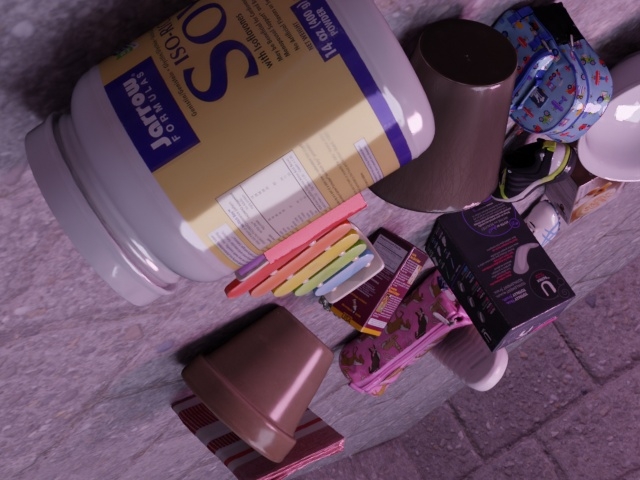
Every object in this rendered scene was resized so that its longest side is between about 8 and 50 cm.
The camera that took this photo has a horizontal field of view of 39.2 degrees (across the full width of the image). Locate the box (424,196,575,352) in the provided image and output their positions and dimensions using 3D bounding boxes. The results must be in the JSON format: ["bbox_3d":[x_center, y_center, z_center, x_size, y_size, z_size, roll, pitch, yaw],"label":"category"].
[{"bbox_3d":[0.359,0.062,1.827,0.165,0.270,0.143,-24,158,-17],"label":"box"}]

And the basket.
[{"bbox_3d":[0.168,-0.166,1.198,0.204,0.154,0.227,-2,143,-9],"label":"basket"}]

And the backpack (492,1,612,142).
[{"bbox_3d":[0.307,-0.220,1.244,0.117,0.173,0.158,-14,155,-38],"label":"backpack"}]

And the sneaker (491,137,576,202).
[{"bbox_3d":[0.371,-0.141,1.658,0.097,0.084,0.234,22,156,-18],"label":"sneaker"}]

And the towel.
[{"bbox_3d":[-0.136,0.392,1.887,0.237,0.329,0.037,-17,120,-32],"label":"towel"}]

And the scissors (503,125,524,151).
[{"bbox_3d":[0.350,-0.205,1.566,0.109,0.021,0.297,-16,157,-49],"label":"scissors"}]

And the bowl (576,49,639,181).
[{"bbox_3d":[0.583,-0.241,1.570,0.298,0.134,0.298,-4,148,-2],"label":"bowl"}]

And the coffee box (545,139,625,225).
[{"bbox_3d":[0.566,-0.139,1.895,0.141,0.098,0.246,-31,160,-1],"label":"coffee box"}]

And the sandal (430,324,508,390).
[{"bbox_3d":[0.357,0.253,2.170,0.169,0.102,0.416,-49,-161,13],"label":"sandal"}]

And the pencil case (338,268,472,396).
[{"bbox_3d":[0.215,0.224,2.164,0.386,0.160,0.167,-43,158,30],"label":"pencil case"}]

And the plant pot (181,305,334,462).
[{"bbox_3d":[-0.099,0.258,1.735,0.229,0.263,0.263,-47,161,-6],"label":"plant pot"}]

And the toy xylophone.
[{"bbox_3d":[0.000,0.000,1.324,0.236,0.081,0.322,-40,156,23],"label":"toy xylophone"}]

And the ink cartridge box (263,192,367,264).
[{"bbox_3d":[-0.036,-0.063,1.054,0.134,0.231,0.078,-31,123,1],"label":"ink cartridge box"}]

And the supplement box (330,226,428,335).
[{"bbox_3d":[0.114,0.080,1.708,0.188,0.081,0.104,-58,155,3],"label":"supplement box"}]

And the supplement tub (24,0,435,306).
[{"bbox_3d":[-0.084,-0.108,0.865,0.331,0.241,0.241,-32,160,3],"label":"supplement tub"}]

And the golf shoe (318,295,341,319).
[{"bbox_3d":[0.032,0.088,1.764,0.086,0.069,0.176,-52,164,-12],"label":"golf shoe"}]

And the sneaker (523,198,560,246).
[{"bbox_3d":[0.484,-0.009,2.105,0.086,0.085,0.237,-25,158,-29],"label":"sneaker"}]
